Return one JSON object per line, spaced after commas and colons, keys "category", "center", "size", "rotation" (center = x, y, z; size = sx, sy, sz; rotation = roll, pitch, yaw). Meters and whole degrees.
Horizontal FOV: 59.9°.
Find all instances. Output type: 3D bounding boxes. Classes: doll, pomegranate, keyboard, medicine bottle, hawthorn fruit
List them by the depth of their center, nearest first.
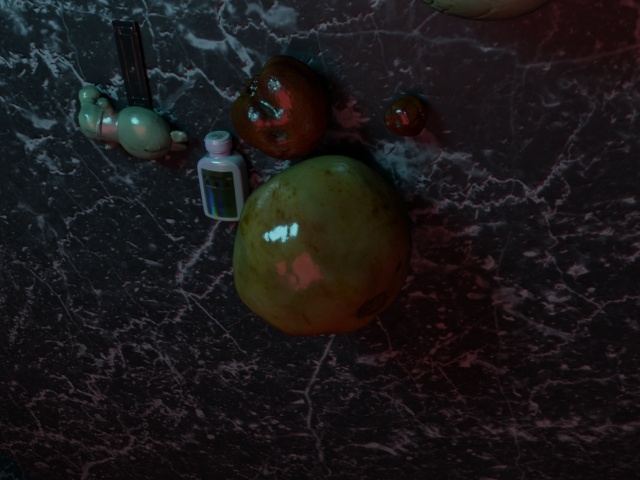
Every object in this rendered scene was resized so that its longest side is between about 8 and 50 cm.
{"category": "hawthorn fruit", "center": [0.175, -0.258, 1.159], "size": [0.092, 0.093, 0.093], "rotation": [8, 125, 12]}
{"category": "hawthorn fruit", "center": [-0.056, -0.251, 1.171], "size": [0.207, 0.208, 0.243], "rotation": [-32, 122, 32]}
{"category": "pomegranate", "center": [0.000, 0.000, 1.211], "size": [0.410, 0.412, 0.412], "rotation": [8, 125, 12]}
{"category": "keyboard", "center": [-0.436, -0.402, 1.289], "size": [0.061, 0.013, 0.205], "rotation": [9, 126, 13]}
{"category": "doll", "center": [-0.458, -0.262, 1.327], "size": [0.274, 0.113, 0.155], "rotation": [23, 144, -1]}
{"category": "medicine bottle", "center": [-0.237, -0.155, 1.355], "size": [0.115, 0.078, 0.219], "rotation": [8, 126, 14]}

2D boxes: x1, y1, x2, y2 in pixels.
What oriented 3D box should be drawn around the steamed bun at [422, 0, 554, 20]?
{"category": "steamed bun", "center": [0.299, -0.466, 0.830], "size": [0.232, 0.312, 0.334], "rotation": [33, 129, -15]}
